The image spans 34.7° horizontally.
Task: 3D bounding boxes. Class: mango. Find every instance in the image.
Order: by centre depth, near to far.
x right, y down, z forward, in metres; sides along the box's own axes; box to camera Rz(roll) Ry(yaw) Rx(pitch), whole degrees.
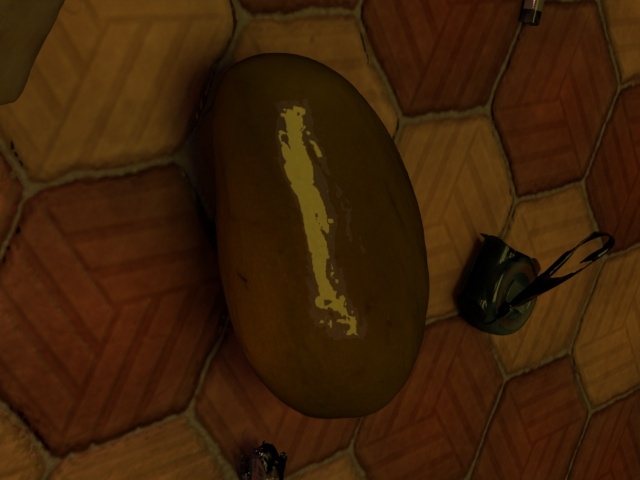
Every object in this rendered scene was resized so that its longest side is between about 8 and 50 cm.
[{"bbox_3d":[0.006,0.000,0.868,0.195,0.142,0.332,-24,116,-43],"label":"mango"}]

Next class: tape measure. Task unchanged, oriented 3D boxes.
[{"bbox_3d":[0.239,0.054,1.099,0.107,0.180,0.104,33,63,-44],"label":"tape measure"}]

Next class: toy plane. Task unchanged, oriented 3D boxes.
[{"bbox_3d":[-0.048,0.227,0.949,0.031,0.049,0.121,-30,139,-34],"label":"toy plane"}]

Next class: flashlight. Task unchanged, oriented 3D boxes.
[{"bbox_3d":[0.232,-0.272,1.095,0.018,0.018,0.083,4,100,-47],"label":"flashlight"}]

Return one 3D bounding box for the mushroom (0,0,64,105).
[{"bbox_3d":[-0.151,-0.210,0.578,0.292,0.292,0.290,8,114,-46],"label":"mushroom"}]
